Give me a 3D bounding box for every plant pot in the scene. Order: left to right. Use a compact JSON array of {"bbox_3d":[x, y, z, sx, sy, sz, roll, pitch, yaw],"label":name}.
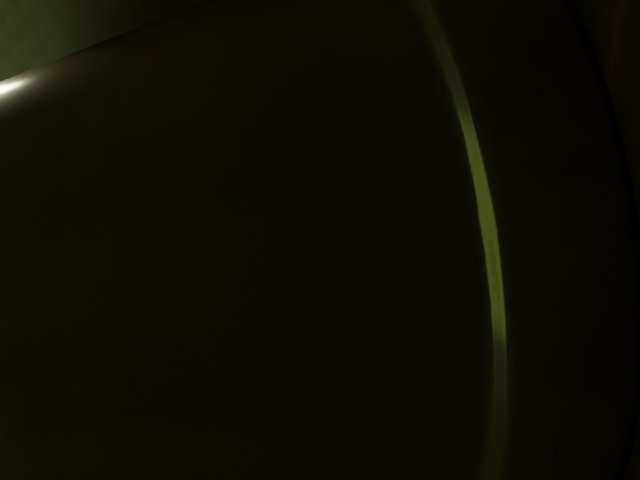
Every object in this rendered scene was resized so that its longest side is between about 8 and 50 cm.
[{"bbox_3d":[-0.039,0.015,0.830,0.323,0.280,0.323,170,90,-75],"label":"plant pot"}]

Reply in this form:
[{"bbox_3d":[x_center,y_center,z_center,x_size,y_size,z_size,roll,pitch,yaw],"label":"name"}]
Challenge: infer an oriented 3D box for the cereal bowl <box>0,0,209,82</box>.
[{"bbox_3d":[-0.090,-0.168,1.052,0.339,0.141,0.339,2,-90,-72],"label":"cereal bowl"}]
